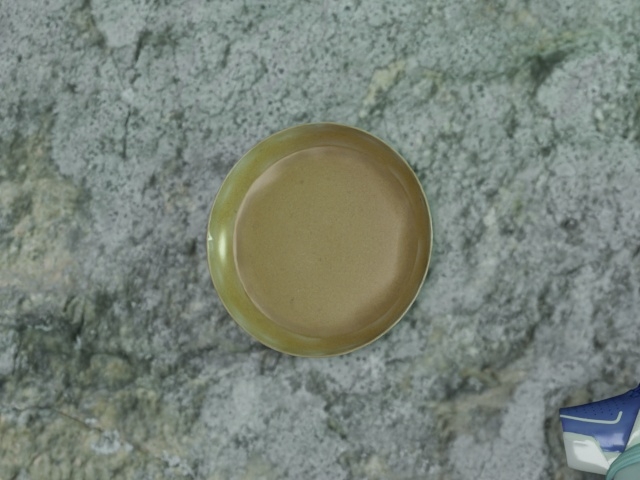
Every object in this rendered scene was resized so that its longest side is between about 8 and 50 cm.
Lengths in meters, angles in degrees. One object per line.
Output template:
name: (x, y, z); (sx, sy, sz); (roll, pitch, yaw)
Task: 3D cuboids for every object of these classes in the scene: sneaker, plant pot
sneaker: (0.368, 0.118, 1.182); (0.316, 0.127, 0.182); (-4, 80, 11)
plant pot: (0.000, 0.000, 1.352); (0.236, 0.032, 0.236); (-2, 84, 17)

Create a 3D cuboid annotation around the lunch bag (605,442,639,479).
lunch bag: (0.352, 0.254, 1.092); (0.224, 0.279, 0.107); (-12, 42, 20)
